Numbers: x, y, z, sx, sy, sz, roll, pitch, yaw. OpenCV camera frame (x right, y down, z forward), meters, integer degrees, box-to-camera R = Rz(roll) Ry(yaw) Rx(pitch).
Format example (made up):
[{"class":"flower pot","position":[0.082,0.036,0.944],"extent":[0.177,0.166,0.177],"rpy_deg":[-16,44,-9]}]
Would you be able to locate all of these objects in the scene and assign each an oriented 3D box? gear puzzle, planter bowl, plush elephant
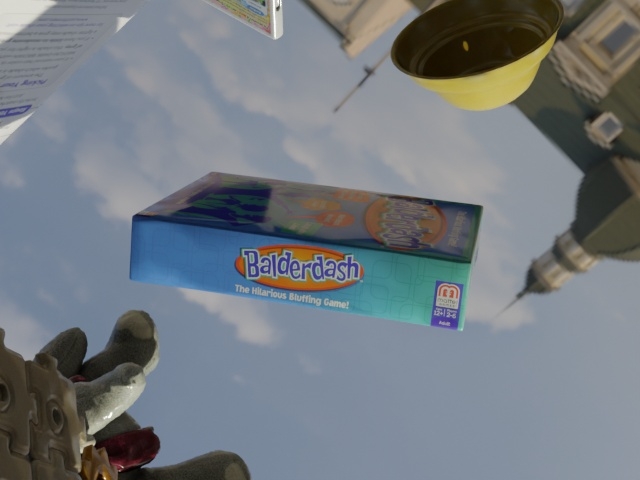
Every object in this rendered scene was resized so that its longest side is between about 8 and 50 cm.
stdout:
[{"class":"gear puzzle","position":[-0.227,0.162,0.723],"extent":[0.339,0.044,0.175],"rpy_deg":[55,-159,-64]},{"class":"planter bowl","position":[0.204,-0.227,1.235],"extent":[0.217,0.217,0.090],"rpy_deg":[-90,-19,-52]},{"class":"plush elephant","position":[-0.264,0.200,1.010],"extent":[0.330,0.255,0.272],"rpy_deg":[-23,-112,-15]}]

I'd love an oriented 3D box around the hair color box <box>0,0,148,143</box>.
[{"class":"hair color box","position":[-0.291,-0.146,0.758],"extent":[0.110,0.339,0.185],"rpy_deg":[55,-154,4]}]

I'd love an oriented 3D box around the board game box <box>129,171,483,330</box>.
[{"class":"board game box","position":[0.000,0.000,0.662],"extent":[0.210,0.047,0.160],"rpy_deg":[8,-165,9]}]

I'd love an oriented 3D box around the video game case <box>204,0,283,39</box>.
[{"class":"video game case","position":[-0.104,-0.318,1.103],"extent":[0.157,0.143,0.019],"rpy_deg":[33,-125,27]}]
